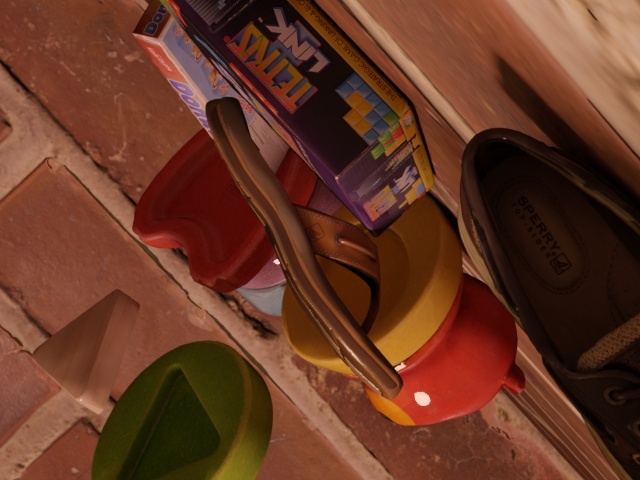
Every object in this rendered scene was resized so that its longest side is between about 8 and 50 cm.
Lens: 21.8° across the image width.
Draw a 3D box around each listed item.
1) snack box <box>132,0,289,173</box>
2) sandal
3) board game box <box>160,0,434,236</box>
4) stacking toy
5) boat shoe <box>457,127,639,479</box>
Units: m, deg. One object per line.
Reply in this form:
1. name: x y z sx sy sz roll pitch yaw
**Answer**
1. snack box: -0.055 -0.101 1.007 0.022 0.064 0.178 20 163 28
2. sandal: 0.000 0.000 0.851 0.180 0.049 0.072 61 175 0
3. board game box: -0.013 -0.077 0.790 0.141 0.048 0.170 48 180 12
4. stacking toy: -0.028 0.068 1.087 0.130 0.279 0.309 39 -175 -36
5. boat shoe: 0.085 0.030 0.439 0.152 0.056 0.049 47 -175 24
